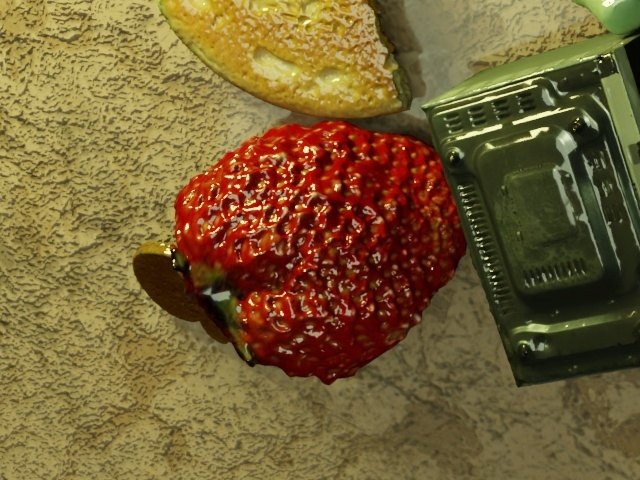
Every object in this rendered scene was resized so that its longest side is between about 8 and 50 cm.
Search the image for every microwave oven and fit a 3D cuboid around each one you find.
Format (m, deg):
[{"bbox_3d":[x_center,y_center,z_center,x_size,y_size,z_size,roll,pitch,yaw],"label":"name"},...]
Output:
[{"bbox_3d":[0.254,-0.031,1.539,0.237,0.181,0.295,-14,101,31],"label":"microwave oven"}]

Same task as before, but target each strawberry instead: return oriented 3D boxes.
[{"bbox_3d":[0.001,-0.002,1.611,0.257,0.261,0.261,-40,92,27],"label":"strawberry"}]

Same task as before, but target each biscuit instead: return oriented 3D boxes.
[{"bbox_3d":[-0.125,0.060,1.735,0.175,0.026,0.124,35,149,-5],"label":"biscuit"}]

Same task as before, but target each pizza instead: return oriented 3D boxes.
[{"bbox_3d":[-0.020,-0.247,1.626,0.289,0.081,0.229,22,115,7],"label":"pizza"}]

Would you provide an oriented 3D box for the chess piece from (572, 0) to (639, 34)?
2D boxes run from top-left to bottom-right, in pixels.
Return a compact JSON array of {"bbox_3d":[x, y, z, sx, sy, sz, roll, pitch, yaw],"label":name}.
[{"bbox_3d":[0.337,-0.287,1.482,0.298,0.176,0.176,-18,99,20],"label":"chess piece"}]
